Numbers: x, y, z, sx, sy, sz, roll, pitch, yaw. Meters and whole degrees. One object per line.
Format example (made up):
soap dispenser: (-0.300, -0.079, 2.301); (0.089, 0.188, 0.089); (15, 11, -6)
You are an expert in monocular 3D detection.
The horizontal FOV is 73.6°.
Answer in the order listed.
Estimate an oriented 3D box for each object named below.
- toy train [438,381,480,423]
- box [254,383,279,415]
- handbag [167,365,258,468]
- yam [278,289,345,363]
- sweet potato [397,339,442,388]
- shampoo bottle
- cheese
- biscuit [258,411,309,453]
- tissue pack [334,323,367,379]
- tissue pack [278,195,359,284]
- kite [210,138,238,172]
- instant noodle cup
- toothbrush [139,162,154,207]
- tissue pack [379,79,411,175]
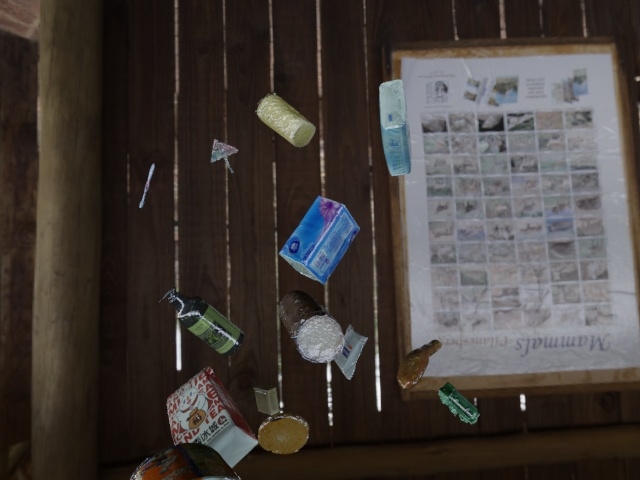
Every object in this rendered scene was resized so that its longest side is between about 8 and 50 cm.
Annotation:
toy train: (0.525, 0.621, 1.628); (0.170, 0.071, 0.111); (40, 162, 27)
box: (-0.171, 0.501, 1.350); (0.035, 0.079, 0.083); (-10, -179, -42)
handbag: (-0.329, 0.495, 1.199); (0.298, 0.171, 0.151); (37, 163, 43)
yam: (-0.035, 0.213, 1.129); (0.131, 0.131, 0.279); (-1, -171, -16)
sweet potato: (0.435, 0.527, 1.892); (0.109, 0.109, 0.385); (-4, -163, 38)
shampoo bottle: (-0.371, 0.249, 1.350); (0.284, 0.101, 0.101); (46, 155, -22)
cheese: (-0.105, -0.371, 1.326); (0.167, 0.094, 0.123); (40, -176, 18)
biscuit: (-0.156, 0.820, 1.822); (0.226, 0.226, 0.042); (-1, -160, -4)
tissue pack: (0.083, 0.317, 1.243); (0.026, 0.123, 0.193); (31, 174, -10)
tissue pack: (0.000, 0.000, 1.573); (0.146, 0.263, 0.198); (24, 165, 34)
kite: (-0.395, -0.346, 1.758); (0.139, 0.157, 0.011); (-16, -153, 18)
instant noodle cup: (-0.277, 0.574, 0.881); (0.296, 0.296, 0.214); (0, -177, -29)
toothbrush: (-0.712, -0.226, 1.760); (0.013, 0.193, 0.019); (17, 178, -23)
tissue pack: (0.240, -0.351, 1.367); (0.089, 0.177, 0.263); (-6, 155, 14)
